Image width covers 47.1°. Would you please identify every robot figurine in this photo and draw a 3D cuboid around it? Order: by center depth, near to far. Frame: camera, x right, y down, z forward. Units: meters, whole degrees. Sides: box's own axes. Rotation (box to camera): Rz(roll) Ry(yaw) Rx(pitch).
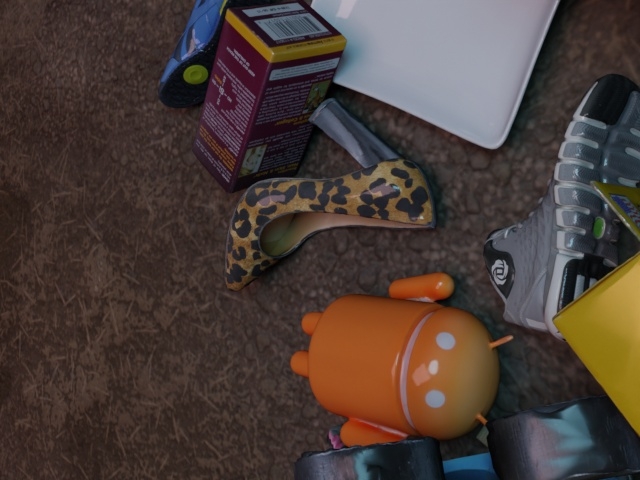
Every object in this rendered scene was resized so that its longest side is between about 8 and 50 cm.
[{"bbox_3d":[0.076,0.117,0.708,0.219,0.158,0.128,5,124,39],"label":"robot figurine"}]

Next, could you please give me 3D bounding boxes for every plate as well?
[{"bbox_3d":[0.120,-0.262,0.719,0.278,0.045,0.277,31,110,34],"label":"plate"}]

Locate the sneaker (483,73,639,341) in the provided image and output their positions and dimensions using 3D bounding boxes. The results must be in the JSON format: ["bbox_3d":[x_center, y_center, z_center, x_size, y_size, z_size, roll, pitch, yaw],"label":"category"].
[{"bbox_3d":[0.199,-0.030,0.641,0.132,0.086,0.228,-2,69,64],"label":"sneaker"}]

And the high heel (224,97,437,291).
[{"bbox_3d":[0.000,0.000,0.790,0.186,0.093,0.261,47,113,29],"label":"high heel"}]

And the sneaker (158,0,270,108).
[{"bbox_3d":[-0.138,-0.256,0.919,0.209,0.069,0.082,-46,49,30],"label":"sneaker"}]

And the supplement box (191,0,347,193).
[{"bbox_3d":[-0.060,-0.152,0.790,0.081,0.104,0.188,48,137,24],"label":"supplement box"}]

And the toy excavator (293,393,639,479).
[{"bbox_3d":[0.041,0.306,0.641,0.433,0.445,0.222,-9,70,-4],"label":"toy excavator"}]

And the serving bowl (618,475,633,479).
[{"bbox_3d":[0.235,0.208,0.646,0.083,0.027,0.083,1,91,39],"label":"serving bowl"}]

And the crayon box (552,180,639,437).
[{"bbox_3d":[0.288,0.110,0.491,0.083,0.203,0.323,-46,63,30],"label":"crayon box"}]

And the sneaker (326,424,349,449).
[{"bbox_3d":[0.039,0.259,0.798,0.119,0.047,0.057,54,132,26],"label":"sneaker"}]

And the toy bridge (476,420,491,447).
[{"bbox_3d":[0.145,0.265,0.720,0.063,0.026,0.188,38,113,29],"label":"toy bridge"}]
